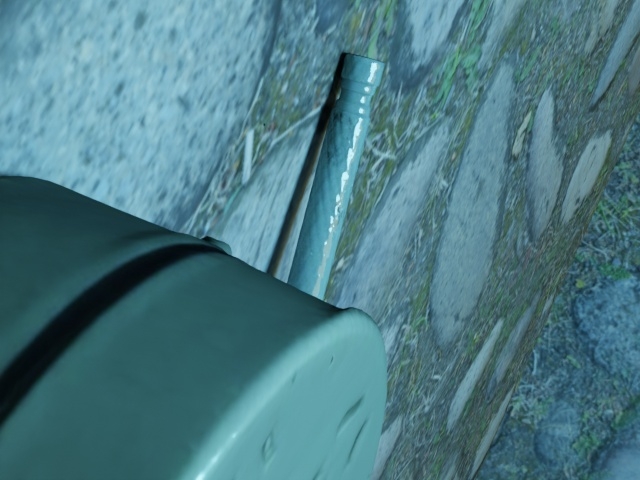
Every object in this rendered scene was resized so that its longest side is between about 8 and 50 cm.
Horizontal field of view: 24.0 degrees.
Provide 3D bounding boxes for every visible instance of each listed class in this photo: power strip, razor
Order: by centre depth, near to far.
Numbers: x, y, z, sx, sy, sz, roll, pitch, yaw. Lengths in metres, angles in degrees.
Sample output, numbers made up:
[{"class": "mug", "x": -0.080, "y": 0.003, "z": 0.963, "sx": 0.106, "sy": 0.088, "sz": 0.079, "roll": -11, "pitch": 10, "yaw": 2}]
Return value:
[{"class": "power strip", "x": -0.105, "y": 0.144, "z": 0.589, "sx": 0.357, "sy": 0.161, "sz": 0.357, "roll": -57, "pitch": 161, "yaw": -32}, {"class": "razor", "x": 0.000, "y": 0.000, "z": 0.931, "sx": 0.106, "sy": 0.068, "sz": 0.232, "roll": -12, "pitch": 119, "yaw": -71}]
